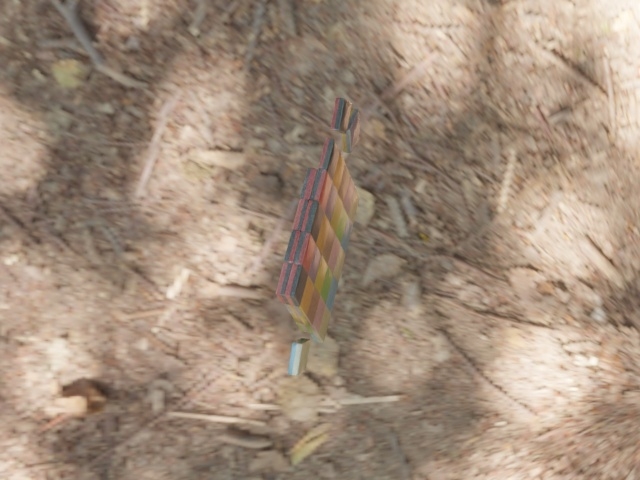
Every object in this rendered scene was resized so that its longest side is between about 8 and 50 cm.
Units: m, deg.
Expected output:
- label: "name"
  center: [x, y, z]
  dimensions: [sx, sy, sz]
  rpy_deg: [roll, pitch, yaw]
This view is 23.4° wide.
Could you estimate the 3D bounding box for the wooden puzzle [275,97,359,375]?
- label: "wooden puzzle"
  center: [0.000, 0.000, 0.467]
  dimensions: [0.006, 0.049, 0.083]
  rpy_deg: [10, 73, 14]
